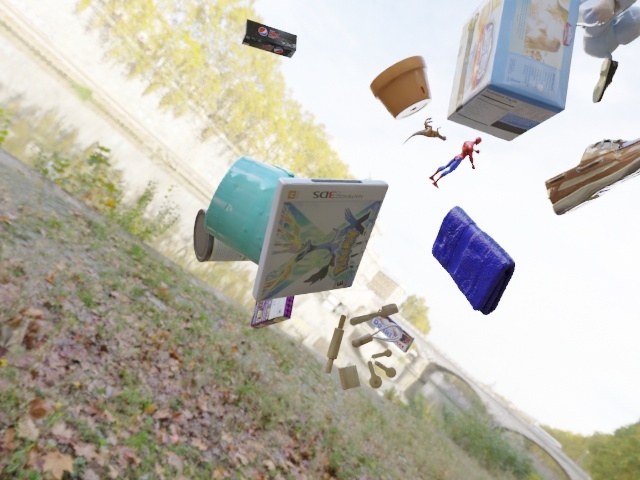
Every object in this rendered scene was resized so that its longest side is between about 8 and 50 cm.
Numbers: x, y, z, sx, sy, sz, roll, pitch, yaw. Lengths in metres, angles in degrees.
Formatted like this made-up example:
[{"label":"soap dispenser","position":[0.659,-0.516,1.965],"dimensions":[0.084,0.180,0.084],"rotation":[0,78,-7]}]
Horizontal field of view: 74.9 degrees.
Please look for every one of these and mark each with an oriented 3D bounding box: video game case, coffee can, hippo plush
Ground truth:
[{"label":"video game case","position":[0.000,0.000,1.041],"dimensions":[0.300,0.328,0.036],"rotation":[-4,36,-33]},{"label":"coffee can","position":[-0.330,-0.016,1.624],"dimensions":[0.276,0.201,0.202],"rotation":[2,20,-32]},{"label":"video game case","position":[-0.160,0.187,1.499],"dimensions":[0.042,0.231,0.210],"rotation":[28,-35,-30]},{"label":"hippo plush","position":[0.869,-0.659,1.282],"dimensions":[0.237,0.294,0.234],"rotation":[41,39,-25]}]

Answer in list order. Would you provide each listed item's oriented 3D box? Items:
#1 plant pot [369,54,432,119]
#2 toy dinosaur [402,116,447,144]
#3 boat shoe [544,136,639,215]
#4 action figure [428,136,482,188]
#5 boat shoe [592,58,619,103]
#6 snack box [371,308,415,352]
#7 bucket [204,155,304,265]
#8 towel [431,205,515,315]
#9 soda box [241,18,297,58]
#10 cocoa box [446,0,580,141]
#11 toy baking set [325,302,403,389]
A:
[{"label":"plant pot","position":[0.413,-0.727,2.043],"dimensions":[0.291,0.291,0.203],"rotation":[117,-52,-86]},{"label":"toy dinosaur","position":[0.465,-0.474,1.825],"dimensions":[0.212,0.112,0.064],"rotation":[1,-5,-11]},{"label":"boat shoe","position":[0.657,-0.178,0.961],"dimensions":[0.324,0.123,0.116],"rotation":[-45,-118,49]},{"label":"action figure","position":[0.639,-0.343,1.891],"dimensions":[0.139,0.280,0.091],"rotation":[24,34,-27]},{"label":"boat shoe","position":[0.898,-0.499,1.319],"dimensions":[0.042,0.132,0.049],"rotation":[6,21,-3]},{"label":"snack box","position":[0.252,0.314,1.465],"dimensions":[0.022,0.064,0.178],"rotation":[16,15,-39]},{"label":"bucket","position":[-0.172,-0.085,1.140],"dimensions":[0.183,0.280,0.281],"rotation":[28,-5,2]},{"label":"towel","position":[0.463,0.060,1.320],"dimensions":[0.308,0.077,0.227],"rotation":[-118,-153,-49]},{"label":"soda box","position":[-0.161,-0.638,1.326],"dimensions":[0.169,0.059,0.053],"rotation":[7,-13,-24]},{"label":"cocoa box","position":[0.536,-0.504,1.180],"dimensions":[0.232,0.346,0.228],"rotation":[15,-10,-9]},{"label":"toy baking set","position":[0.123,0.286,1.151],"dimensions":[0.197,0.255,0.030],"rotation":[14,-11,-6]}]
